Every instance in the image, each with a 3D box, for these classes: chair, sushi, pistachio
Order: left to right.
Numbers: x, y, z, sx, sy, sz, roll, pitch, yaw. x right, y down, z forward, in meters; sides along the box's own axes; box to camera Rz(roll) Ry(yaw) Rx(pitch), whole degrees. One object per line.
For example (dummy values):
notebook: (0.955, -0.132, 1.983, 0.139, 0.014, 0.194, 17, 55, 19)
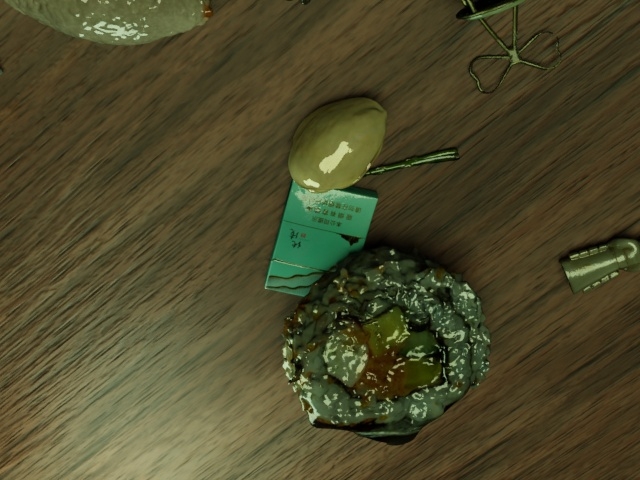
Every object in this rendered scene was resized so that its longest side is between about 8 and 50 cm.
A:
pistachio: (0.027, -0.170, 1.853, 0.145, 0.117, 0.200, 44, 100, 7)
sushi: (0.120, 0.193, 1.985, 0.417, 0.176, 0.418, -5, 120, -9)
chair: (0.288, -0.394, 1.737, 0.159, 0.170, 0.326, -23, 108, 6)

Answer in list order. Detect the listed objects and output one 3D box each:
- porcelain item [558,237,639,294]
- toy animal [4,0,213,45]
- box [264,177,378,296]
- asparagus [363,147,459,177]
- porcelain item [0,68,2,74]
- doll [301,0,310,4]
porcelain item: (0.560, 0.028, 2.001, 0.213, 0.054, 0.084, -23, 117, 10)
toy animal: (-0.339, -0.426, 1.678, 0.358, 0.188, 0.227, 12, 121, -6)
box: (0.000, 0.001, 1.975, 0.162, 0.041, 0.229, 13, 115, -8)
asparagus: (0.136, -0.133, 1.928, 0.232, 0.022, 0.023, -12, 160, 2)
porcelain item: (-0.568, -0.316, 1.809, 0.028, 0.036, 0.083, -33, 123, -21)
doll: (-0.035, -0.462, 1.733, 0.139, 0.057, 0.165, -48, 137, -7)
